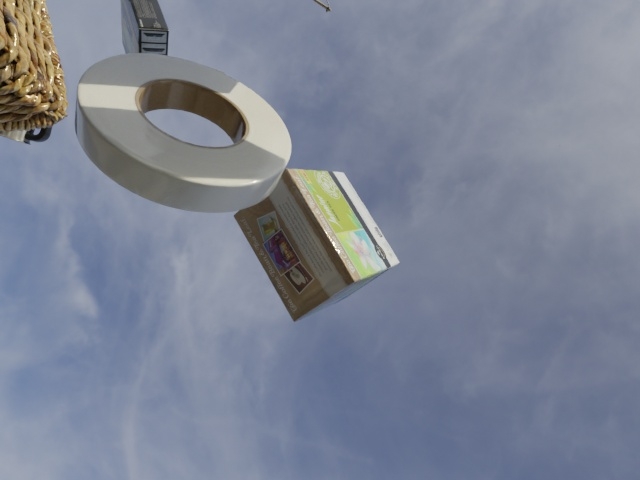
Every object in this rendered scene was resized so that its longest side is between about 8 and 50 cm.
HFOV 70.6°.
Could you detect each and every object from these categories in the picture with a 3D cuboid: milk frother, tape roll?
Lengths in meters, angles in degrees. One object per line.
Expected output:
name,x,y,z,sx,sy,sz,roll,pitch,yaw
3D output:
milk frother,-0.772,-0.323,1.147,0.129,0.143,0.135,19,-87,14
tape roll,-0.244,-0.214,0.852,0.392,0.392,0.072,44,-48,13

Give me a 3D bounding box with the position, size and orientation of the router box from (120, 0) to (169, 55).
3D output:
router box,-0.522,-0.600,1.330,0.309,0.081,0.243,65,-31,28

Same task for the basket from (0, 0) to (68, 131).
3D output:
basket,-0.445,-0.255,0.478,0.213,0.223,0.299,-23,-109,-3

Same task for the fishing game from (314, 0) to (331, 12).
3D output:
fishing game,0.009,-0.691,1.081,0.189,0.041,0.264,35,-34,0

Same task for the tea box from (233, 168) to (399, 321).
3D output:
tea box,0.000,0.000,1.241,0.220,0.323,0.329,-37,-102,28
